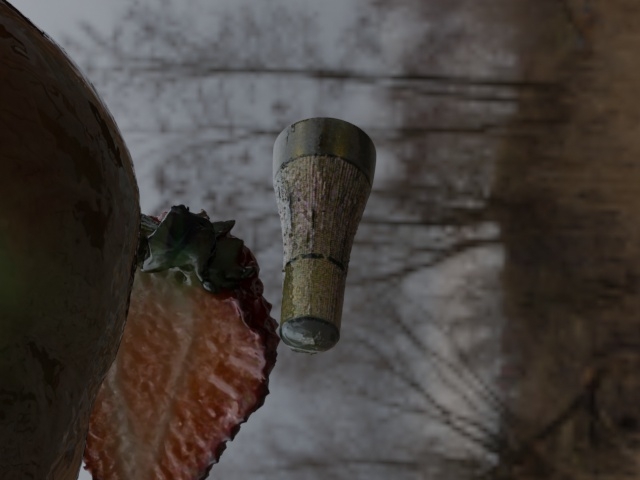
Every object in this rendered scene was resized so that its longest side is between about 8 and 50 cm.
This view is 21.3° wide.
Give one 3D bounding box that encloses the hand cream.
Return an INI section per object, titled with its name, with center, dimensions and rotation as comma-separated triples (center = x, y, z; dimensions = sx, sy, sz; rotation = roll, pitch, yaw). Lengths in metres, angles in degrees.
[hand cream]
center = 0.000, 0.000, 1.310
dimensions = 0.084, 0.084, 0.203
rotation = 81, -171, -49

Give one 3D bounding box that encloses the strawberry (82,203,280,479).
[strawberry]
center = -0.124, 0.077, 1.334
dimensions = 0.106, 0.188, 0.286
rotation = -73, -6, -61

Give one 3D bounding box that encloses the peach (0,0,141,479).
[peach]
center = -0.182, 0.020, 0.590
dimensions = 0.252, 0.252, 0.252
rotation = 1, -90, -81
